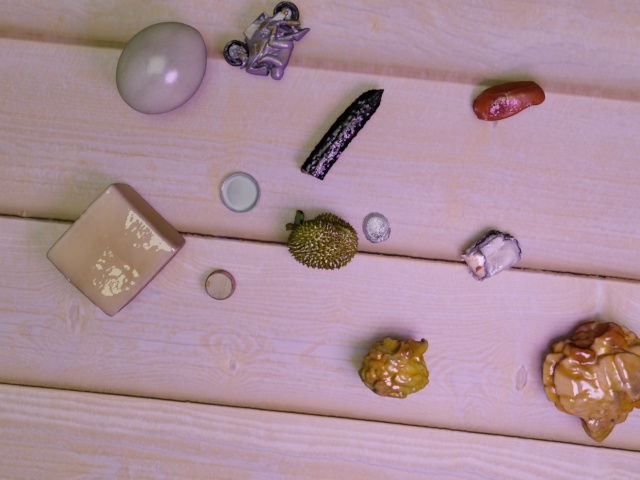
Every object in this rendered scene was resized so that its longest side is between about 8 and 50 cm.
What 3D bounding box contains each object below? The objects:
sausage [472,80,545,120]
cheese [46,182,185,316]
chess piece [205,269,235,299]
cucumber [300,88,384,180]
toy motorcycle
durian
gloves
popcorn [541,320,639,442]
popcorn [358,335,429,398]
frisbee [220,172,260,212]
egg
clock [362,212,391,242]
[{"bbox_3d":[0.481,-0.358,1.226,0.179,0.089,0.089,-15,96,5],"label":"sausage"},{"bbox_3d":[-0.537,0.022,1.276,0.242,0.124,0.265,44,96,-8],"label":"cheese"},{"bbox_3d":[-0.275,0.123,1.324,0.083,0.038,0.084,0,99,2],"label":"chess piece"},{"bbox_3d":[0.059,-0.283,1.254,0.072,0.072,0.300,38,95,-3],"label":"cucumber"},{"bbox_3d":[-0.127,-0.491,1.229,0.225,0.073,0.152,-35,97,6],"label":"toy motorcycle"},{"bbox_3d":[0.001,0.009,1.245,0.198,0.159,0.146,2,109,5],"label":"durian"},{"bbox_3d":[0.456,0.035,1.283,0.153,0.070,0.114,-29,87,-2],"label":"gloves"},{"bbox_3d":[0.716,0.371,1.251,0.264,0.225,0.332,-5,109,-3],"label":"popcorn"},{"bbox_3d":[0.194,0.330,1.274,0.197,0.197,0.156,-8,81,2],"label":"popcorn"},{"bbox_3d":[-0.216,-0.129,1.304,0.110,0.014,0.110,0,97,2],"label":"frisbee"},{"bbox_3d":[-0.388,-0.422,1.184,0.253,0.186,0.186,-44,94,8],"label":"egg"},{"bbox_3d":[0.152,-0.035,1.309,0.074,0.010,0.083,-19,95,4],"label":"clock"}]
